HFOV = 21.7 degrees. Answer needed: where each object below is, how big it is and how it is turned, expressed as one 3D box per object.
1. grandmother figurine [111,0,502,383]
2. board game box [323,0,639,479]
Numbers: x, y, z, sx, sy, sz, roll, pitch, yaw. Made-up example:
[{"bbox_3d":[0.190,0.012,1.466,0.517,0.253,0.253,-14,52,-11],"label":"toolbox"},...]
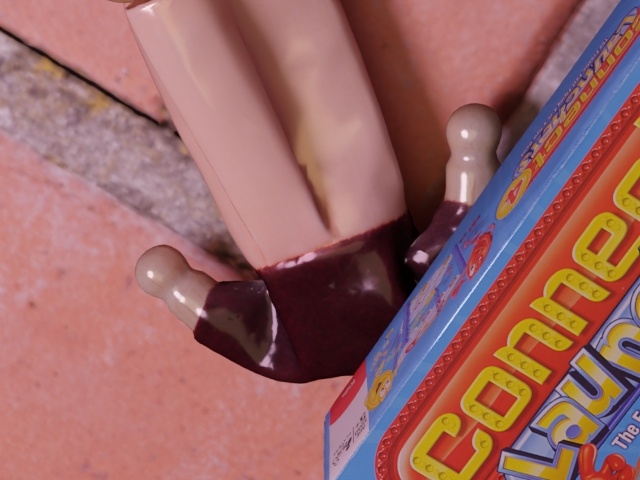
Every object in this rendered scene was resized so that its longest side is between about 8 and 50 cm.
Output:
[{"bbox_3d":[0.000,0.000,0.843,0.208,0.104,0.342,-18,106,30],"label":"grandmother figurine"},{"bbox_3d":[0.207,0.059,0.769,0.302,0.086,0.308,31,106,-10],"label":"board game box"}]
